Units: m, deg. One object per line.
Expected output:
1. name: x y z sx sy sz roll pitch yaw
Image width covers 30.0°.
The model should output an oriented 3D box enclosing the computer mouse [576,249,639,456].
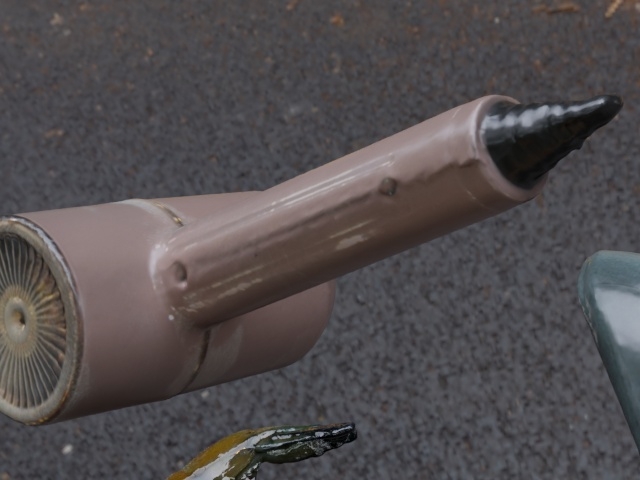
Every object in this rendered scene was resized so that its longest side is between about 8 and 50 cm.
1. computer mouse: 0.322 0.153 0.965 0.122 0.188 0.371 -29 53 23

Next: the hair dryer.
1. hair dryer: 0.000 0.000 0.553 0.344 0.189 0.106 -20 81 43

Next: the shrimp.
1. shrimp: -0.014 0.209 0.760 0.262 0.051 0.198 28 69 39
